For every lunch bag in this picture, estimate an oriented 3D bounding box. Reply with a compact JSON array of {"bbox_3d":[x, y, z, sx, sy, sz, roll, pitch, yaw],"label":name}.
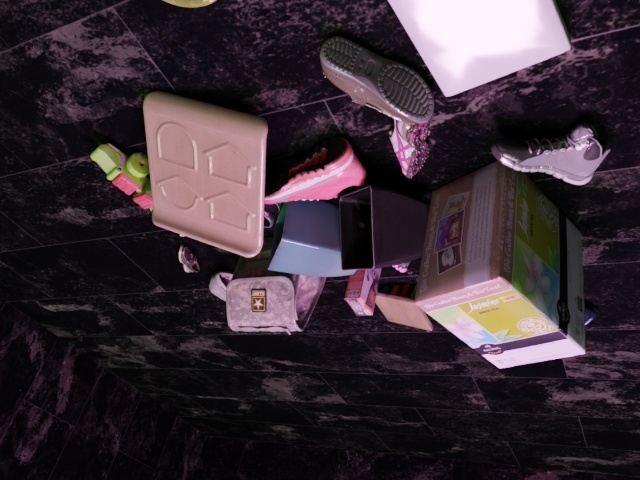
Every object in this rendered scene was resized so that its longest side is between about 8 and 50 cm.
[{"bbox_3d":[-0.131,0.133,1.600,0.235,0.287,0.169,-5,140,28],"label":"lunch bag"}]

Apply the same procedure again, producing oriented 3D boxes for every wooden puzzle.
[{"bbox_3d":[-0.268,-0.161,1.334,0.322,0.080,0.347,18,121,17],"label":"wooden puzzle"}]

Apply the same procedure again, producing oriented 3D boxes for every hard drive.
[{"bbox_3d":[0.236,-0.417,0.910,0.233,0.047,0.353,-14,134,35],"label":"hard drive"}]

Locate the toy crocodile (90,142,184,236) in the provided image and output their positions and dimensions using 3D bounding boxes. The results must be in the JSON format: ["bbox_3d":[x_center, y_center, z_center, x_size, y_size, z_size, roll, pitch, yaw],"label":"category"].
[{"bbox_3d":[-0.476,-0.138,1.521,0.115,0.105,0.340,-18,132,39],"label":"toy crocodile"}]

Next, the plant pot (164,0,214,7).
[{"bbox_3d":[-0.169,-0.485,0.797,0.276,0.254,0.276,11,144,8],"label":"plant pot"}]

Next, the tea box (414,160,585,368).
[{"bbox_3d":[0.411,0.057,1.244,0.323,0.329,0.220,35,141,-26],"label":"tea box"}]

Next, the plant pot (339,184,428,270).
[{"bbox_3d":[0.158,-0.023,1.330,0.167,0.188,0.187,1,176,-20],"label":"plant pot"}]

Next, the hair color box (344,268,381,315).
[{"bbox_3d":[0.124,0.120,1.583,0.053,0.167,0.093,-7,139,29],"label":"hair color box"}]

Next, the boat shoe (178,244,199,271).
[{"bbox_3d":[-0.431,0.060,1.824,0.049,0.056,0.152,7,154,4],"label":"boat shoe"}]

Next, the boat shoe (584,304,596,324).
[{"bbox_3d":[0.706,0.274,1.620,0.089,0.109,0.258,15,147,-5],"label":"boat shoe"}]

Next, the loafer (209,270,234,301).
[{"bbox_3d":[-0.224,0.197,1.876,0.319,0.112,0.111,25,152,-12],"label":"loafer"}]

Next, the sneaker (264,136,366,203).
[{"bbox_3d":[-0.026,-0.133,1.345,0.314,0.116,0.136,-16,137,38],"label":"sneaker"}]

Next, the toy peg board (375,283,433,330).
[{"bbox_3d":[0.266,0.194,1.725,0.161,0.079,0.161,8,147,39],"label":"toy peg board"}]

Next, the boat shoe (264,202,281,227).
[{"bbox_3d":[-0.253,-0.119,1.460,0.301,0.102,0.108,25,144,-13],"label":"boat shoe"}]

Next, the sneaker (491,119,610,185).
[{"bbox_3d":[0.467,-0.196,1.102,0.229,0.086,0.132,12,141,-11],"label":"sneaker"}]

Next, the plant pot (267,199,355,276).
[{"bbox_3d":[0.000,0.000,1.479,0.234,0.165,0.165,15,146,-10],"label":"plant pot"}]

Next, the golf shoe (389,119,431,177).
[{"bbox_3d":[0.190,-0.213,1.205,0.086,0.067,0.186,38,158,26],"label":"golf shoe"}]

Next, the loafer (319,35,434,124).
[{"bbox_3d":[0.109,-0.308,1.089,0.251,0.094,0.087,32,168,-6],"label":"loafer"}]

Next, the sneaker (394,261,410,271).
[{"bbox_3d":[0.203,0.043,1.562,0.119,0.047,0.057,22,128,-14],"label":"sneaker"}]
